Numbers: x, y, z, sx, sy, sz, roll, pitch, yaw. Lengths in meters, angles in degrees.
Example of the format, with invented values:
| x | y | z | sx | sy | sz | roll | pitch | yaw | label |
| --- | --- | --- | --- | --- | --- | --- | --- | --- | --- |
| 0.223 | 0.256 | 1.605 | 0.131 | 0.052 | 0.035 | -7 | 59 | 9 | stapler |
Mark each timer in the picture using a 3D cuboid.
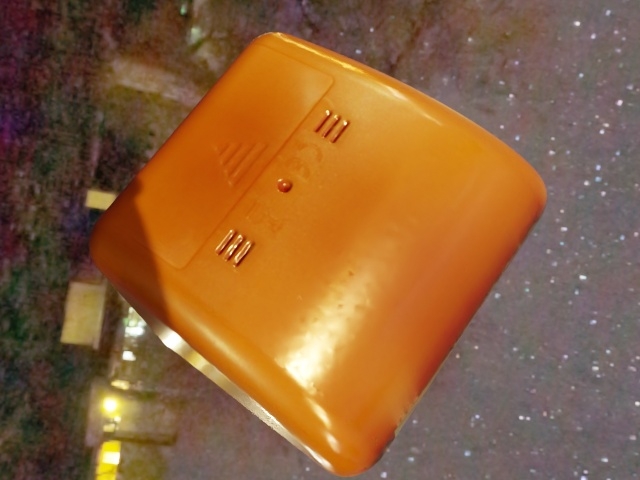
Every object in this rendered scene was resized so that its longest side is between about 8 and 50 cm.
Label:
| x | y | z | sx | sy | sz | roll | pitch | yaw | label |
| --- | --- | --- | --- | --- | --- | --- | --- | --- | --- |
| 0.000 | 0.000 | 0.505 | 0.257 | 0.250 | 0.161 | -53 | 152 | -14 | timer |
